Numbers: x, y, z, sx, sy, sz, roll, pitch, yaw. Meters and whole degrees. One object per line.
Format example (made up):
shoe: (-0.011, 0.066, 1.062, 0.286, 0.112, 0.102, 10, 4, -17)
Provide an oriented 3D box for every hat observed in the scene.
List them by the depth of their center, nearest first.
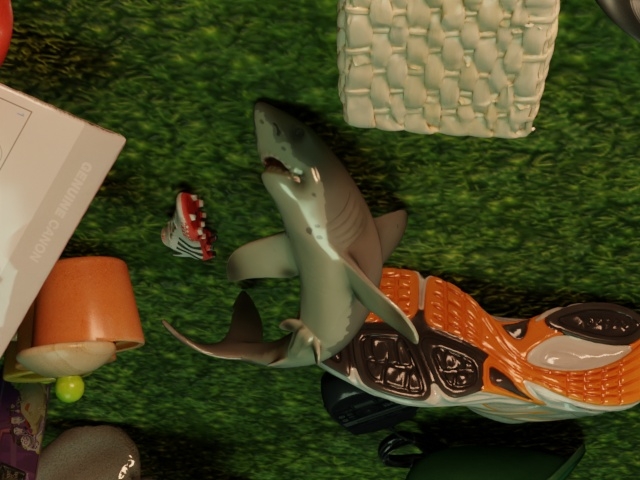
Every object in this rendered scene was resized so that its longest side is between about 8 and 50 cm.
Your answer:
hat: (0.093, 0.189, 1.601, 0.183, 0.208, 0.173, 42, 141, 12)

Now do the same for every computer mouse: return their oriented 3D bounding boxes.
computer mouse: (0.058, 0.143, 1.558, 0.071, 0.041, 0.242, -19, 153, 11)

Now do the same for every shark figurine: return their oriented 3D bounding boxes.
shark figurine: (0.008, 0.023, 1.262, 0.166, 0.116, 0.278, 39, 146, 10)

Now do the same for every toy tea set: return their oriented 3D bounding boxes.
toy tea set: (-0.228, 0.101, 1.331, 0.200, 0.124, 0.336, -3, 170, -16)

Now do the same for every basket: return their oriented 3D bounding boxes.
basket: (0.062, -0.132, 0.923, 0.113, 0.103, 0.167, 4, 153, 2)

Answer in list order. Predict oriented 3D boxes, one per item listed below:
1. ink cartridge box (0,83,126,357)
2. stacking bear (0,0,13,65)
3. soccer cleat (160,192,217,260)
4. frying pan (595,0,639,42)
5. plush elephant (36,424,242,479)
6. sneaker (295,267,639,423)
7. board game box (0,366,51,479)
ink cartridge box: (-0.300, -0.004, 1.119, 0.261, 0.066, 0.296, 22, 112, -27)
stacking bear: (-0.241, -0.030, 0.991, 0.175, 0.289, 0.164, 10, -164, -28)
soccer cleat: (-0.094, -0.008, 1.291, 0.035, 0.029, 0.083, -2, 157, 8)
frying pan: (0.227, -0.111, 0.998, 0.197, 0.053, 0.326, 3, 150, 8)
plush elephant: (-0.161, 0.306, 1.733, 0.255, 0.272, 0.330, -47, 168, 17)
sneaker: (0.107, 0.093, 1.378, 0.262, 0.099, 0.121, 10, 158, -5)
board game box: (-0.322, 0.261, 1.679, 0.056, 0.208, 0.347, 19, 150, -17)
